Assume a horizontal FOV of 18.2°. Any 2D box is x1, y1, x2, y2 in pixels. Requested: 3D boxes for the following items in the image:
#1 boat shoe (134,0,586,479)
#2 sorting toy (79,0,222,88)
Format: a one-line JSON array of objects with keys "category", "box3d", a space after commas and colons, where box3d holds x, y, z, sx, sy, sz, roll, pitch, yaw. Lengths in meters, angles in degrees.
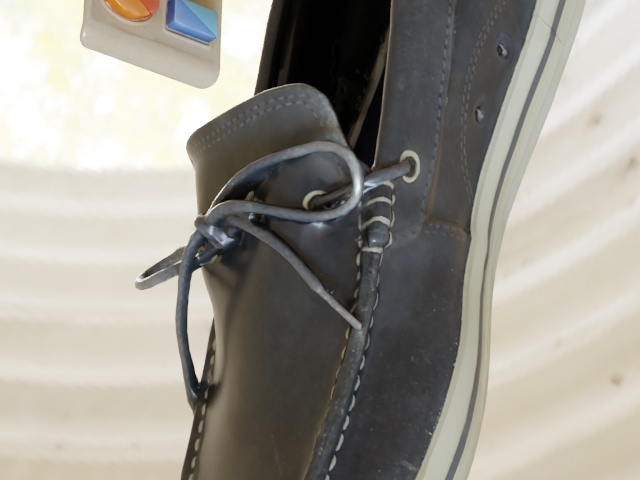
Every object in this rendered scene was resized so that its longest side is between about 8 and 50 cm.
[{"category": "boat shoe", "box3d": [0.000, 0.000, 0.992, 0.156, 0.500, 0.187, 31, 153, -26]}, {"category": "sorting toy", "box3d": [-0.065, -0.092, 0.675, 0.083, 0.062, 0.012, 18, 158, -38]}]
